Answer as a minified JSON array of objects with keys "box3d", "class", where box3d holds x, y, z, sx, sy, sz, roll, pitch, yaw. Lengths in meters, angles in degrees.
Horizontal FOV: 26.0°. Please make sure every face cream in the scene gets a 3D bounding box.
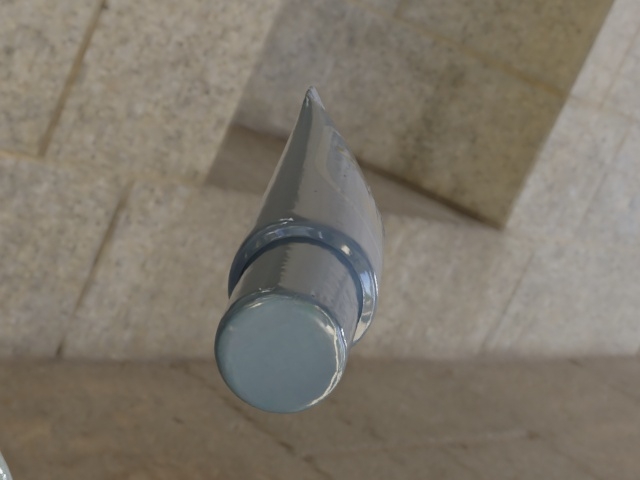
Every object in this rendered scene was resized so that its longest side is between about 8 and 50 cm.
[{"box3d":[0.000,0.000,0.877,0.385,0.086,0.135,-70,136,-71],"class":"face cream"}]

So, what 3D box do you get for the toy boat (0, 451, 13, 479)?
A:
[{"box3d":[-0.194,0.178,0.594,0.100,0.290,0.199,19,15,-38],"class":"toy boat"}]
